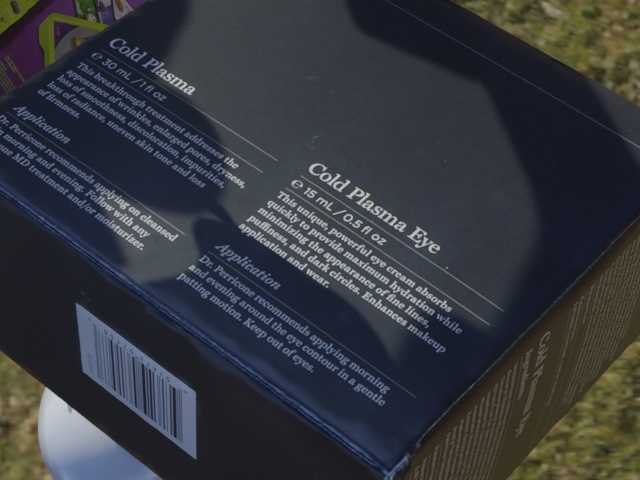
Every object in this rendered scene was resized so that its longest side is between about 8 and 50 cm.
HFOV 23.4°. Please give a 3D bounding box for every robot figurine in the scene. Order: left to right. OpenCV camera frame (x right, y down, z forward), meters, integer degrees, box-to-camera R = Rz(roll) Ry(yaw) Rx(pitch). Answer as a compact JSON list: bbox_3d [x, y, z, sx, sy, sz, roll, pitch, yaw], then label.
[{"bbox_3d":[-0.165,0.208,1.636,0.300,0.353,0.200,27,82,29],"label":"robot figurine"}]

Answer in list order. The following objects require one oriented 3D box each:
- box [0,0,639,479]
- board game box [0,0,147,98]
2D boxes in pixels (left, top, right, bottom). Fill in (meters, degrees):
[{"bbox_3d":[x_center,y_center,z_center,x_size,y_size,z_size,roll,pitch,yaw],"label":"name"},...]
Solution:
[{"bbox_3d":[0.000,0.000,0.952,0.343,0.312,0.179,34,145,23],"label":"box"},{"bbox_3d":[-0.211,-0.165,1.345,0.208,0.347,0.056,-45,33,-25],"label":"board game box"}]
